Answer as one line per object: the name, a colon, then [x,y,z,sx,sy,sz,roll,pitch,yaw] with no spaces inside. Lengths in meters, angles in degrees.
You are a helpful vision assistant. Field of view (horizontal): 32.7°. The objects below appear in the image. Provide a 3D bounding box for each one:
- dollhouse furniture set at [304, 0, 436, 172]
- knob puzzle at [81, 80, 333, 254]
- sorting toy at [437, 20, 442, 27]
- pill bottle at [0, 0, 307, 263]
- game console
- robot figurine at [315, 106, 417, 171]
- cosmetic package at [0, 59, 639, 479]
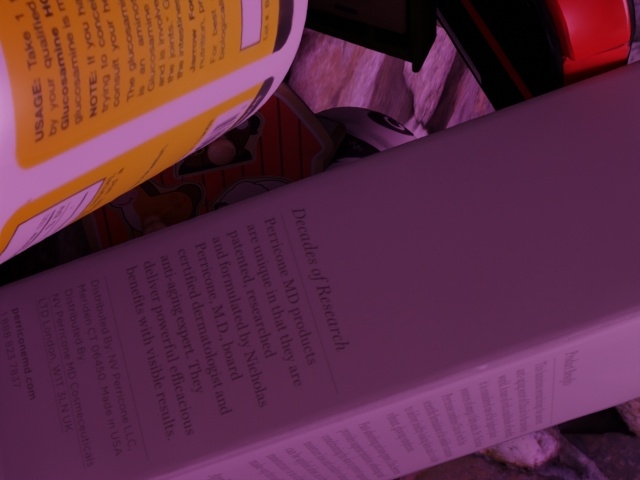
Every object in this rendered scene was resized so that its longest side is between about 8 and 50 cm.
dollhouse furniture set: [-0.028,-0.192,0.744,0.197,0.151,0.301,-60,160,-25]
knob puzzle: [-0.080,-0.044,0.756,0.213,0.213,0.030,90,-17,-44]
sorting toy: [0.153,-0.402,1.131,0.257,0.089,0.255,-58,159,-29]
pill bottle: [-0.155,-0.085,0.442,0.334,0.188,0.188,-40,147,-56]
game console: [0.109,-0.234,0.821,0.060,0.386,0.342,-28,158,3]
robot figurine: [0.001,-0.002,1.002,0.278,0.174,0.209,-54,160,-37]
cosmetic package: [0.029,0.067,0.746,0.230,0.453,0.161,65,7,-67]
